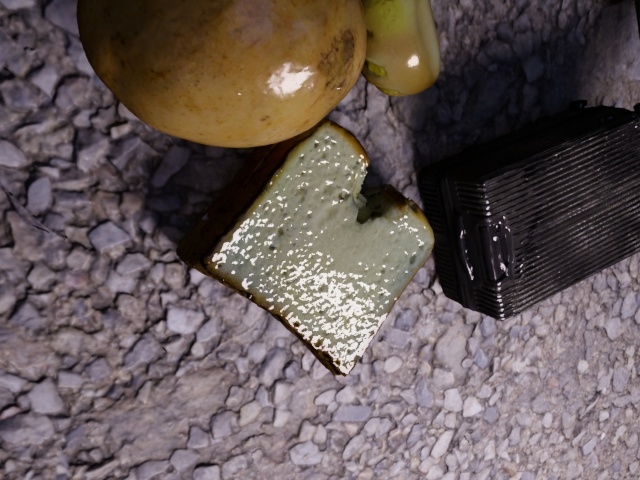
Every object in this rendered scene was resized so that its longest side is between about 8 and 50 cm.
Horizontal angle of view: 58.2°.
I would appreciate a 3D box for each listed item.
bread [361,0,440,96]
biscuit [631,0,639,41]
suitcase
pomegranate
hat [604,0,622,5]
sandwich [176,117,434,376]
[{"bbox_3d":[0.071,-0.270,0.656,0.105,0.213,0.213,-15,114,17],"label":"bread"},{"bbox_3d":[0.502,-0.246,0.852,0.099,0.038,0.322,30,57,-63],"label":"biscuit"},{"bbox_3d":[0.325,-0.051,0.847,0.335,0.152,0.229,-23,111,-18],"label":"suitcase"},{"bbox_3d":[-0.081,-0.204,0.544,0.261,0.260,0.260,-7,105,-25],"label":"pomegranate"},{"bbox_3d":[0.463,-0.459,0.853,0.193,0.082,0.193,-35,156,-18],"label":"hat"},{"bbox_3d":[-0.001,0.000,0.726,0.273,0.095,0.249,42,83,-29],"label":"sandwich"}]
